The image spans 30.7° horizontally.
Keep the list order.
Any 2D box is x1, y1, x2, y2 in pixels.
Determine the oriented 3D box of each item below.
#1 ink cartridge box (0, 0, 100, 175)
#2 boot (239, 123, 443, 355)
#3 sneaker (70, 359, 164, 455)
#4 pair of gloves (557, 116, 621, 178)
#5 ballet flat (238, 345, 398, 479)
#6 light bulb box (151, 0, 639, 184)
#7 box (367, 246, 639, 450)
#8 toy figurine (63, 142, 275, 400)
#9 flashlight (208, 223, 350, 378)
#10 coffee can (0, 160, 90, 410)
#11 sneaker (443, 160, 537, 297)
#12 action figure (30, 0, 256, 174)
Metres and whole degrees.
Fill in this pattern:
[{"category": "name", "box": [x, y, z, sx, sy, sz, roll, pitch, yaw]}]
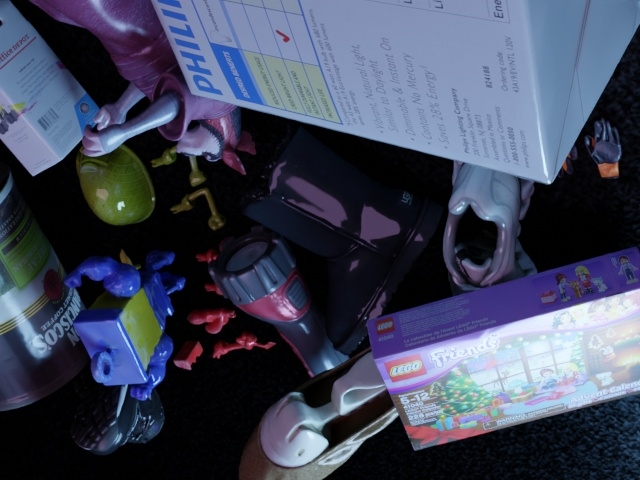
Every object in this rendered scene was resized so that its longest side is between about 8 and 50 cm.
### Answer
[{"category": "ink cartridge box", "box": [-0.354, -0.181, 1.370, 0.061, 0.104, 0.181, -21, 115, 38]}, {"category": "boot", "box": [0.000, 0.000, 1.349, 0.207, 0.094, 0.246, 28, 128, -2]}, {"category": "sneaker", "box": [-0.260, 0.231, 1.597, 0.124, 0.283, 0.107, 40, 95, -16]}, {"category": "pair of gloves", "box": [0.267, -0.094, 1.195, 0.083, 0.010, 0.074, 1, 128, 25]}, {"category": "ballet flat", "box": [0.027, 0.195, 1.385, 0.342, 0.116, 0.124, -32, 156, 8]}, {"category": "light bulb box", "box": [0.042, -0.273, 0.916, 0.361, 0.225, 0.358, 17, 149, 28]}, {"category": "box", "box": [0.216, 0.125, 1.263, 0.293, 0.057, 0.201, -16, 138, 8]}, {"category": "toy figurine", "box": [-0.220, 0.077, 1.444, 0.191, 0.217, 0.362, 2, 129, 26]}, {"category": "flashlight", "box": [-0.028, 0.123, 1.474, 0.103, 0.103, 0.304, -26, 121, 7]}, {"category": "coffee can", "box": [-0.444, 0.060, 1.553, 0.201, 0.201, 0.275, -3, 126, 29]}, {"category": "sneaker", "box": [0.178, 0.028, 1.272, 0.110, 0.118, 0.292, 6, 131, 21]}, {"category": "action figure", "box": [-0.177, -0.224, 1.237, 0.276, 0.248, 0.370, -45, 120, 1]}]
